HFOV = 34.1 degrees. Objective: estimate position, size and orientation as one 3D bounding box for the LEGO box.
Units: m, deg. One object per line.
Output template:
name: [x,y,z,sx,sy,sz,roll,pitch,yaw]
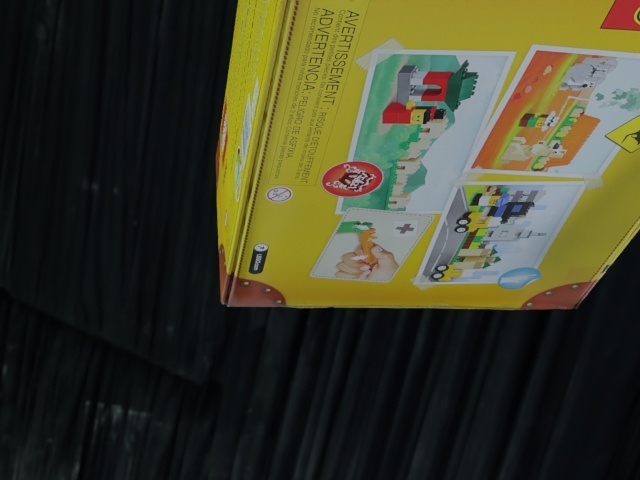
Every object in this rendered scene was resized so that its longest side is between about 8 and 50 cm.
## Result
LEGO box: [0.120,-0.140,0.874,0.372,0.500,0.193,1,58,-12]
